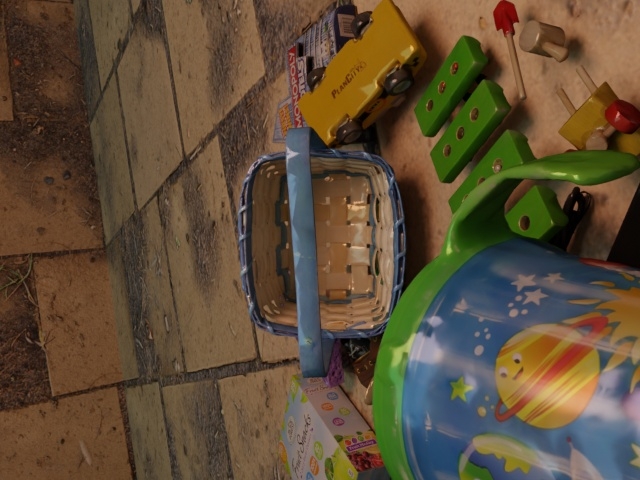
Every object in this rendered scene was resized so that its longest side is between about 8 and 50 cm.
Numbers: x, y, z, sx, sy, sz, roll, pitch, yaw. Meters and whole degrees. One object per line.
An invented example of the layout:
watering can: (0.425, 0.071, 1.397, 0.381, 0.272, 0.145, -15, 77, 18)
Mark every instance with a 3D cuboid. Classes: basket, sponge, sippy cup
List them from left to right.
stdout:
sponge: (-0.022, 0.121, 0.991, 0.210, 0.031, 0.117, -134, 32, -54)
basket: (0.000, 0.000, 0.758, 0.289, 0.201, 0.254, -36, -55, -78)
sippy cup: (0.189, 0.112, 0.415, 0.240, 0.305, 0.224, -55, 24, -18)

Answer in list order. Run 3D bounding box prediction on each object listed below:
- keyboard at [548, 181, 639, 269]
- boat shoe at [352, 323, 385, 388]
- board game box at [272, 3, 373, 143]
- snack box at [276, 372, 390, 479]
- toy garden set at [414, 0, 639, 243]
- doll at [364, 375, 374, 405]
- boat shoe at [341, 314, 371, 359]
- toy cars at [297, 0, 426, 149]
keyboard: (0.261, 0.050, 0.547, 0.201, 0.033, 0.317, 43, 129, 47)
boat shoe: (0.088, 0.134, 0.804, 0.060, 0.064, 0.178, 43, 136, 15)
board game box: (-0.011, -0.215, 0.937, 0.194, 0.060, 0.194, -12, 84, 59)
snack box: (0.014, 0.329, 0.975, 0.207, 0.070, 0.174, 46, 134, 49)
toy garden set: (0.187, -0.107, 0.601, 0.204, 0.049, 0.244, 122, 144, -47)
doll: (0.138, 0.207, 0.718, 0.189, 0.046, 0.129, 15, 149, 39)
boat shoe: (0.049, 0.145, 0.914, 0.125, 0.038, 0.046, 62, 143, 34)
toy cars: (0.077, -0.293, 0.753, 0.176, 0.087, 0.393, 23, 112, 41)
